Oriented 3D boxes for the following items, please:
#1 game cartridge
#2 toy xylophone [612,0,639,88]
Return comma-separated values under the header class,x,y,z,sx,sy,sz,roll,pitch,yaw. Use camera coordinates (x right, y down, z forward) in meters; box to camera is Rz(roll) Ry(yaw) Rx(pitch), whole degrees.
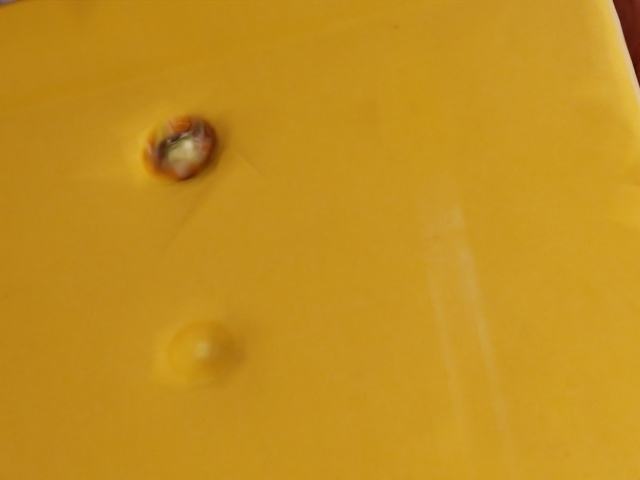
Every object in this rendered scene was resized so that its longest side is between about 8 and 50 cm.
class,x,y,z,sx,sy,sz,roll,pitch,yaw
game cartridge,-0.029,0.045,0.531,0.052,0.285,0.323,67,12,-55
toy xylophone,0.146,-0.026,0.964,0.236,0.081,0.322,86,1,-71
